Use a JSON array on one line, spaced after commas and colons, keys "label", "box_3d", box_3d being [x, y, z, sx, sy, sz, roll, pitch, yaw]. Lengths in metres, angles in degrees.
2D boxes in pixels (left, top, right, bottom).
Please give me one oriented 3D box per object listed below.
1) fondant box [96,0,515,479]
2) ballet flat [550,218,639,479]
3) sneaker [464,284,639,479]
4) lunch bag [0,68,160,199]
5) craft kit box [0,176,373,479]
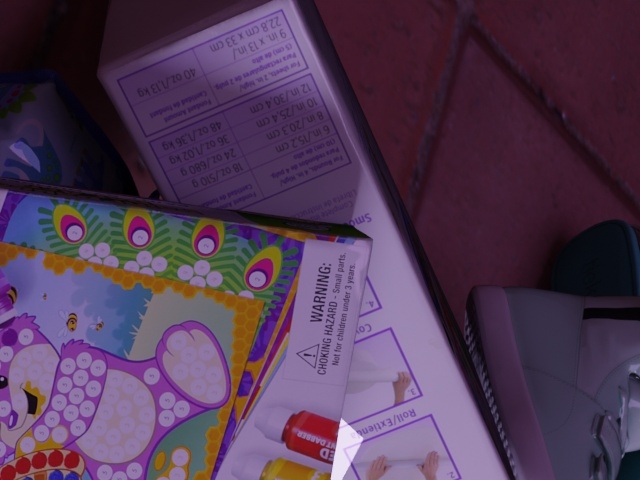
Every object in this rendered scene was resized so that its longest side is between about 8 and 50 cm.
[{"label": "fondant box", "box_3d": [0.000, 0.000, 0.796, 0.238, 0.096, 0.330, -101, 166, -66]}, {"label": "ballet flat", "box_3d": [0.220, 0.146, 1.049, 0.139, 0.139, 0.400, 58, 30, -30]}, {"label": "sneaker", "box_3d": [0.178, 0.125, 0.898, 0.094, 0.151, 0.256, 93, -7, -48]}, {"label": "lunch bag", "box_3d": [-0.142, 0.013, 0.727, 0.151, 0.096, 0.129, 59, 47, -44]}, {"label": "craft kit box", "box_3d": [-0.120, 0.098, 0.626, 0.247, 0.061, 0.250, 8, 97, -10]}]
